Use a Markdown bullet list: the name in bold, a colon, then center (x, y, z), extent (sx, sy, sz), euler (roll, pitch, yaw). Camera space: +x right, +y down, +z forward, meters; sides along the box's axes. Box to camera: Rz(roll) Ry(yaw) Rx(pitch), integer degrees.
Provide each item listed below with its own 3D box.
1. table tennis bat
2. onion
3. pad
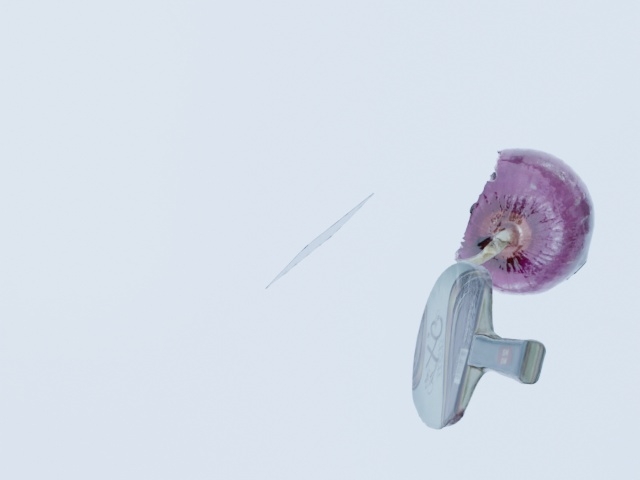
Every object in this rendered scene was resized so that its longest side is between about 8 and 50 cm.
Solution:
- **table tennis bat**: center (0.142, 0.105, 0.906), extent (0.301, 0.022, 0.173), euler (175, -72, -79)
- **onion**: center (0.301, -0.021, 1.345), extent (0.200, 0.200, 0.207), euler (14, -97, 49)
- **pad**: center (0.000, 0.000, 1.169), extent (0.003, 0.157, 0.112), euler (48, -43, 3)
